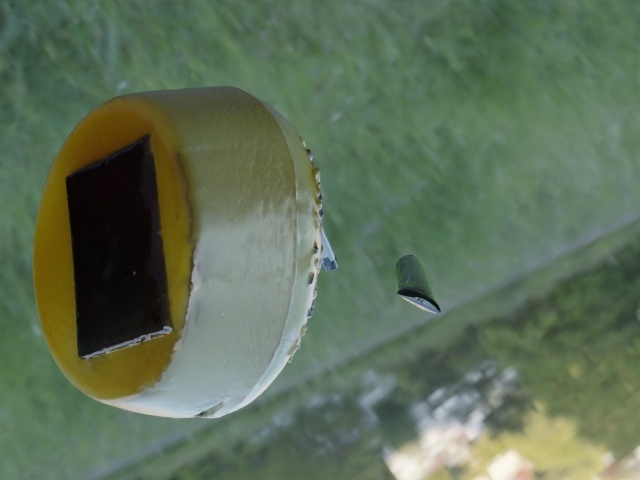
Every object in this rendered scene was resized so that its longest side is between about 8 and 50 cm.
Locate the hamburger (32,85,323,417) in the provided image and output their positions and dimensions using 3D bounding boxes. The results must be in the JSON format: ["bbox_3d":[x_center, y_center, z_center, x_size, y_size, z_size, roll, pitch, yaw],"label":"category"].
[{"bbox_3d":[-0.114,0.008,1.312,0.176,0.300,0.300,6,139,-39],"label":"hamburger"}]

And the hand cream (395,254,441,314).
[{"bbox_3d":[0.072,0.034,1.200,0.023,0.036,0.122,-62,-174,9],"label":"hand cream"}]

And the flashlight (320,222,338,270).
[{"bbox_3d":[0.000,0.000,1.792,0.018,0.018,0.083,-10,129,14],"label":"flashlight"}]
